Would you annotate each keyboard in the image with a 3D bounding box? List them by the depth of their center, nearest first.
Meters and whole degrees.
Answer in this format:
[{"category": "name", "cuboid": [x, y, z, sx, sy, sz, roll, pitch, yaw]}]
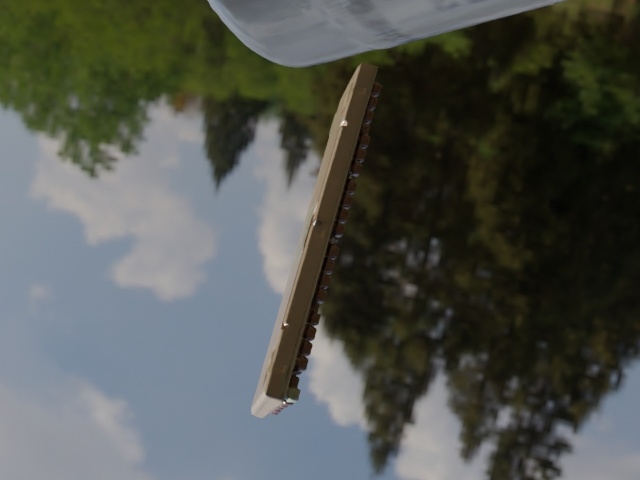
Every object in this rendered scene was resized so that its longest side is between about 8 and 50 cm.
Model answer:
[{"category": "keyboard", "cuboid": [0.000, 0.000, 0.755, 0.017, 0.166, 0.055, 17, 162, -4]}]

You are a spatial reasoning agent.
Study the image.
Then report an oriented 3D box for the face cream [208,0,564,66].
[{"category": "face cream", "cuboid": [0.100, -0.100, 0.310, 0.269, 0.082, 0.082, -11, 178, 26]}]
